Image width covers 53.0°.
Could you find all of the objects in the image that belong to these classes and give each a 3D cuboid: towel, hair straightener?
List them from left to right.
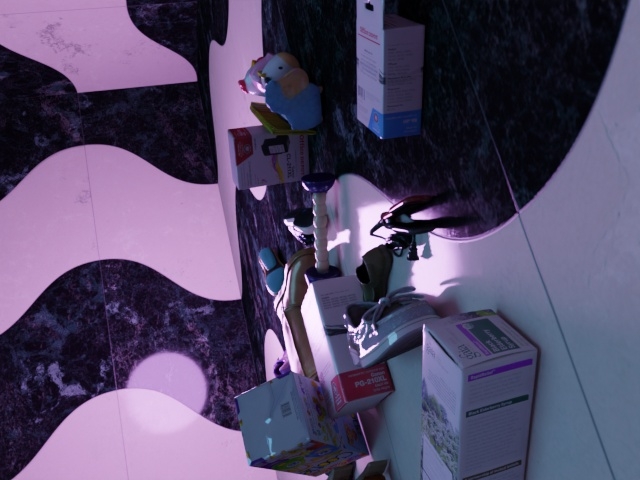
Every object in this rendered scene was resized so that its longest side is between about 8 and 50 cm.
[{"bbox_3d":[-0.090,-0.282,1.472,0.237,0.102,0.021,-126,35,-60],"label":"towel"},{"bbox_3d":[0.114,-0.008,0.950,0.230,0.047,0.089,159,102,-76],"label":"hair straightener"}]

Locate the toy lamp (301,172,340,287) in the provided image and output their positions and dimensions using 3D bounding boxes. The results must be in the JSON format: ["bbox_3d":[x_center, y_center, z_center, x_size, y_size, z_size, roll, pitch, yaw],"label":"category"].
[{"bbox_3d":[0.000,0.000,1.345,0.080,0.080,0.275,-131,33,-64],"label":"toy lamp"}]

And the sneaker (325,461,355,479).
[{"bbox_3d":[0.044,0.550,1.592,0.170,0.051,0.089,-176,77,-71],"label":"sneaker"}]

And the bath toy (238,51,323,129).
[{"bbox_3d":[-0.099,-0.343,1.415,0.348,0.129,0.151,-127,31,-63],"label":"bath toy"}]

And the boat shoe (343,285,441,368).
[{"bbox_3d":[0.093,0.126,0.973,0.320,0.118,0.103,115,132,-78],"label":"boat shoe"}]

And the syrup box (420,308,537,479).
[{"bbox_3d":[0.177,0.208,0.742,0.093,0.096,0.237,-130,34,-60],"label":"syrup box"}]

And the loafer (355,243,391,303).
[{"bbox_3d":[0.085,0.064,1.106,0.056,0.050,0.148,-113,20,-44],"label":"loafer"}]

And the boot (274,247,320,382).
[{"bbox_3d":[-0.022,0.187,1.452,0.270,0.089,0.236,-109,30,-44],"label":"boot"}]

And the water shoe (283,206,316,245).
[{"bbox_3d":[-0.024,-0.029,1.484,0.080,0.073,0.203,57,172,-16],"label":"water shoe"}]

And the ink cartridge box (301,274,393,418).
[{"bbox_3d":[0.045,0.208,1.255,0.172,0.100,0.237,110,147,-63],"label":"ink cartridge box"}]

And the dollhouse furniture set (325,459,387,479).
[{"bbox_3d":[0.043,0.568,1.177,0.135,0.259,0.262,112,149,-47],"label":"dollhouse furniture set"}]

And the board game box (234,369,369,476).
[{"bbox_3d":[-0.033,0.386,1.325,0.275,0.142,0.144,39,-153,-53],"label":"board game box"}]

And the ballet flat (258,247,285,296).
[{"bbox_3d":[-0.133,0.107,1.995,0.073,0.080,0.232,56,-173,-38],"label":"ballet flat"}]

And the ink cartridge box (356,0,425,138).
[{"bbox_3d":[0.092,-0.239,0.861,0.104,0.060,0.180,-122,26,-58],"label":"ink cartridge box"}]

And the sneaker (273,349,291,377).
[{"bbox_3d":[-0.095,0.372,1.910,0.236,0.104,0.095,-176,75,-77],"label":"sneaker"}]

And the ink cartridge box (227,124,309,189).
[{"bbox_3d":[-0.117,-0.199,1.484,0.072,0.175,0.128,-129,32,-58],"label":"ink cartridge box"}]
